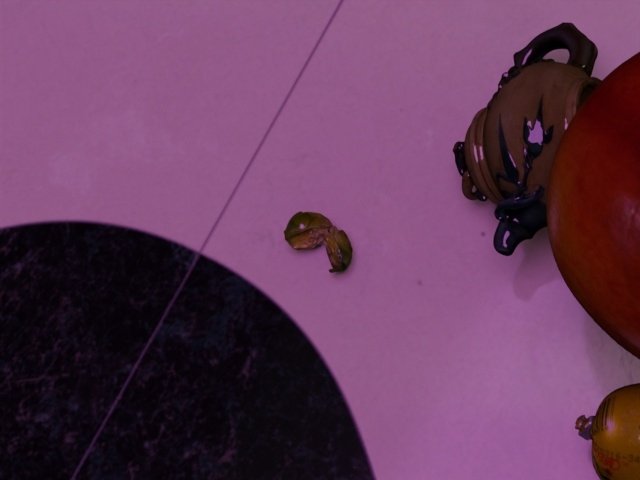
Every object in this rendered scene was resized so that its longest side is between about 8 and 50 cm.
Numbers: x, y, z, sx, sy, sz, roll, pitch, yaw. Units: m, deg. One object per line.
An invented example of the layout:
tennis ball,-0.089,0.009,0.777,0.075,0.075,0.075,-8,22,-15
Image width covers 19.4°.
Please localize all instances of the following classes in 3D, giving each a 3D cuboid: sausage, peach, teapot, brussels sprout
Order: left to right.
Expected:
brussels sprout,0.001,0.000,2.063,0.083,0.046,0.051,33,78,11
teapot,0.224,-0.108,1.992,0.182,0.173,0.269,-14,57,35
sausage,0.425,0.205,1.844,0.347,0.123,0.123,3,72,15
peach,0.417,-0.021,1.774,0.388,0.388,0.388,-4,70,12
